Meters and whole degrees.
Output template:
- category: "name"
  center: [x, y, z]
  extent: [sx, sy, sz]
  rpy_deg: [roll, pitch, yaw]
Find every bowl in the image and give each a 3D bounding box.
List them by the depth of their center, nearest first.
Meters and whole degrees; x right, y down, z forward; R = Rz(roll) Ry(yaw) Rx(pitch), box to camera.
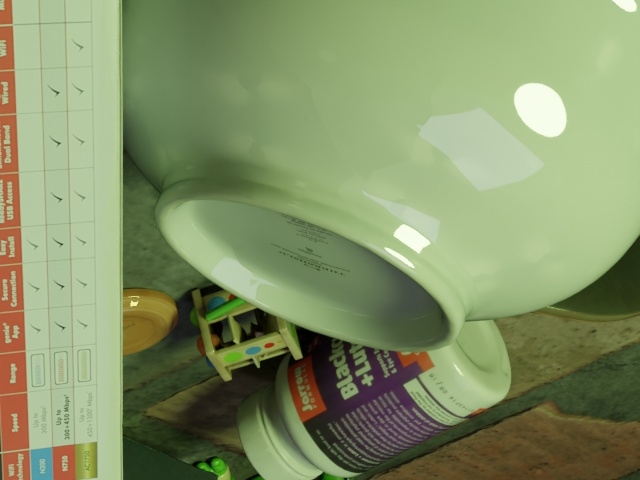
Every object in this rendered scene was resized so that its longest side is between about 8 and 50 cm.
- category: "bowl"
  center: [0.017, -0.040, 0.661]
  extent: [0.298, 0.134, 0.298]
  rpy_deg: [19, 160, 7]

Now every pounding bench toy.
- category: "pounding bench toy"
  center: [-0.057, 0.052, 1.017]
  extent: [0.065, 0.052, 0.083]
  rpy_deg: [-18, 151, 3]

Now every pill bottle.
- category: "pill bottle"
  center: [0.035, 0.111, 1.110]
  extent: [0.193, 0.108, 0.108]
  rpy_deg: [-32, 148, 25]

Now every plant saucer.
- category: "plant saucer"
  center: [-0.139, 0.060, 1.030]
  extent: [0.083, 0.013, 0.083]
  rpy_deg: [-13, 151, -7]

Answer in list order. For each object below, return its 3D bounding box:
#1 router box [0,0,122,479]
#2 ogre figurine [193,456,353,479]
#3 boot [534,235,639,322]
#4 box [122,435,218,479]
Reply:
- category: "router box"
  center: [-0.230, -0.037, 0.576]
  extent: [0.301, 0.082, 0.335]
  rpy_deg: [-4, 118, -17]
- category: "ogre figurine"
  center: [-0.052, 0.257, 1.310]
  extent: [0.197, 0.118, 0.097]
  rpy_deg: [13, 140, -43]
- category: "boot"
  center: [0.183, 0.018, 1.038]
  extent: [0.305, 0.112, 0.115]
  rpy_deg: [1, 158, -32]
- category: "box"
  center: [-0.273, 0.362, 1.168]
  extent: [0.395, 0.293, 0.212]
  rpy_deg: [-33, 137, 27]
